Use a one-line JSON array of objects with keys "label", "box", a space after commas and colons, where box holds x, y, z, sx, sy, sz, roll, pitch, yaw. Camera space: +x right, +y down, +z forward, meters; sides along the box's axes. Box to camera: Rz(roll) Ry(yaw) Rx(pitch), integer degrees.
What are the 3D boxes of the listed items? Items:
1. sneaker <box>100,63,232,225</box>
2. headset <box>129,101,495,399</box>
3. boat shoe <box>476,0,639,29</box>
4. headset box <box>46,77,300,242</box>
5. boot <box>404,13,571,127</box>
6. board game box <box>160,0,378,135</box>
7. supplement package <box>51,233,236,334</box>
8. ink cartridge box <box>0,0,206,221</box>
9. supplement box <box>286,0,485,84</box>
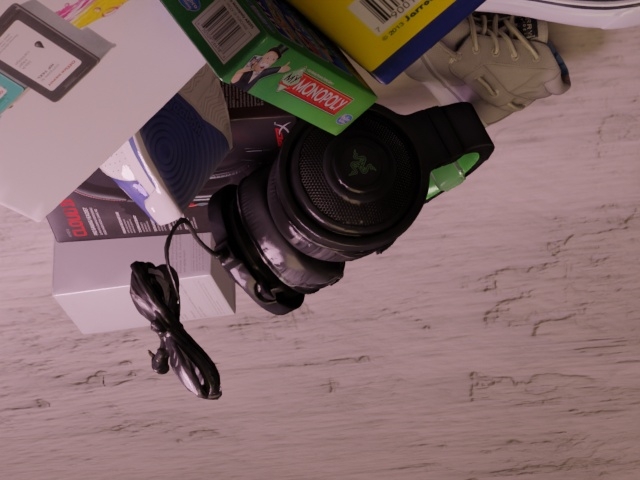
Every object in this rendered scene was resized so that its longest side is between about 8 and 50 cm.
[{"label": "sneaker", "box": [-0.224, -0.159, 1.499, 0.182, 0.127, 0.315, -12, 120, 44]}, {"label": "headset", "box": [0.000, 0.000, 1.523, 0.394, 0.185, 0.243, -20, 169, -39]}, {"label": "boat shoe", "box": [0.184, -0.248, 1.408, 0.335, 0.121, 0.119, -2, 156, 4]}, {"label": "headset box", "box": [-0.160, -0.099, 1.669, 0.293, 0.110, 0.218, -3, 152, 2]}, {"label": "boot", "box": [0.142, -0.187, 1.568, 0.123, 0.095, 0.258, -20, 156, 18]}, {"label": "board game box", "box": [-0.100, -0.220, 1.200, 0.046, 0.317, 0.213, -41, 162, 13]}, {"label": "supplement package", "box": [-0.192, 0.027, 1.902, 0.179, 0.105, 0.105, -8, 152, 9]}, {"label": "ink cartridge box", "box": [-0.241, -0.177, 1.154, 0.197, 0.198, 0.270, -43, 148, 11]}, {"label": "supplement box", "box": [-0.014, -0.300, 1.169, 0.195, 0.194, 0.356, -40, 140, 13]}]
